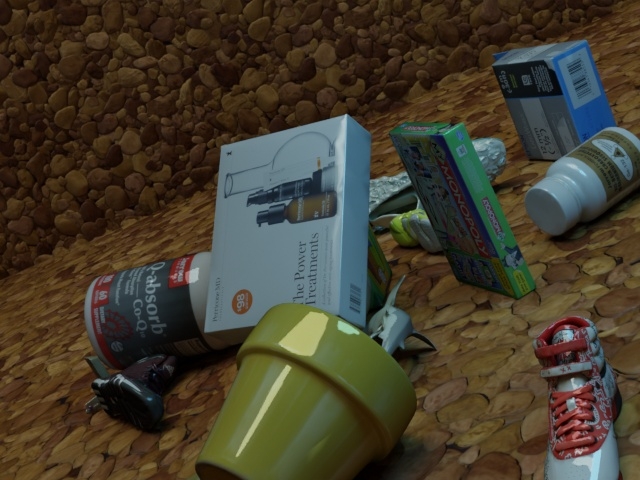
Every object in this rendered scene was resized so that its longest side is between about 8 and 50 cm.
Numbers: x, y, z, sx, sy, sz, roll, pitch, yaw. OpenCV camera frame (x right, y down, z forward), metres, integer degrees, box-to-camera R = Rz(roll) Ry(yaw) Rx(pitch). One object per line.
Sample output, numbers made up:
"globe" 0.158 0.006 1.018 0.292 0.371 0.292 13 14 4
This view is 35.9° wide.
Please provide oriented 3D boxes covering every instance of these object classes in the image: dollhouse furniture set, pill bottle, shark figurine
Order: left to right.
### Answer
"dollhouse furniture set" -0.481 0.299 2.046 0.081 0.114 0.091 -39 23 -28
"pill bottle" -0.287 0.139 2.061 0.363 0.210 0.210 -13 18 15
"shark figurine" 0.134 0.164 1.599 0.166 0.116 0.278 -57 3 9
"pill bottle" 0.498 -0.108 1.853 0.229 0.131 0.131 -33 17 -25

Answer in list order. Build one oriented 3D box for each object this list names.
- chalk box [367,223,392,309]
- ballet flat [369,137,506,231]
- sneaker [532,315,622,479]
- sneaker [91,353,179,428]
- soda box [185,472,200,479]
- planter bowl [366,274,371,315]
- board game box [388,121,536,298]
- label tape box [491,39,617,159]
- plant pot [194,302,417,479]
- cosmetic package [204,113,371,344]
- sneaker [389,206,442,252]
"chalk box" 0.000 0.000 1.958 0.179 0.289 0.180 -20 17 18
"ballet flat" 0.250 -0.106 2.285 0.409 0.147 0.147 -20 16 27
"sneaker" 0.293 0.194 1.158 0.090 0.145 0.270 -17 18 26
"sneaker" -0.331 0.274 1.922 0.162 0.106 0.281 -30 16 -28
"soda box" -0.163 0.371 1.426 0.181 0.061 0.058 -32 17 -24
"planter bowl" 0.017 0.128 1.814 0.162 0.162 0.109 -20 44 18
"board game box" 0.244 -0.058 1.725 0.046 0.317 0.213 -31 16 -14
"label tape box" 0.510 -0.317 2.289 0.115 0.249 0.348 -31 17 -20
"plant pot" -0.036 0.252 1.326 0.254 0.254 0.239 -5 40 51
"cosmetic package" -0.057 -0.016 1.777 0.284 0.097 0.377 -12 64 32
"sneaker" 0.243 -0.042 2.098 0.126 0.091 0.240 -30 16 -18
